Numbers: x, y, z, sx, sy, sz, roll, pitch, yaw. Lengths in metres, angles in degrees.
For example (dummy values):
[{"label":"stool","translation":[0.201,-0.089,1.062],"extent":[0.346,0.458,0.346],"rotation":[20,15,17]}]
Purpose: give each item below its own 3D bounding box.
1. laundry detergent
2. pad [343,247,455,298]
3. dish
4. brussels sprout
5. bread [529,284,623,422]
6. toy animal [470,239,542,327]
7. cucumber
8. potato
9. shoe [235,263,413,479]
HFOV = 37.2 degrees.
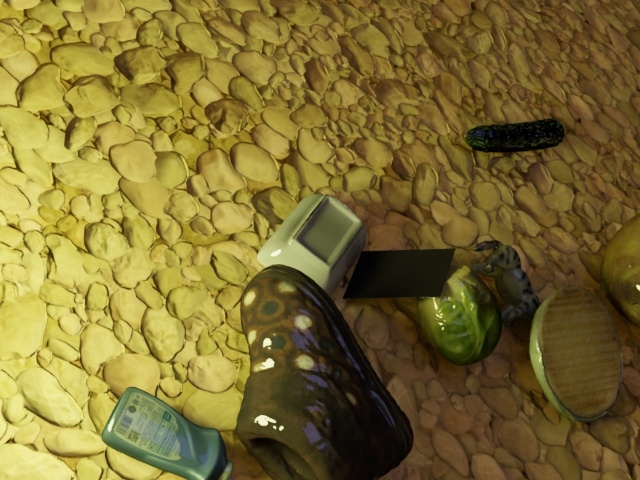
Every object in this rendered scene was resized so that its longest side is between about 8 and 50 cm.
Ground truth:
[{"label":"laundry detergent","translation":[-0.214,0.300,1.403],"extent":[0.206,0.061,0.096],"rotation":[30,45,-8]},{"label":"pad","translation":[0.143,0.060,1.733],"extent":[0.004,0.190,0.127],"rotation":[67,34,-36]},{"label":"dish","translation":[0.000,0.000,1.736],"extent":[0.151,0.077,0.212],"rotation":[38,47,0]},{"label":"brussels sprout","translation":[0.256,0.136,1.742],"extent":[0.161,0.144,0.180],"rotation":[-14,101,-28]},{"label":"bread","translation":[0.493,0.219,1.841],"extent":[0.267,0.040,0.267],"rotation":[11,71,-35]},{"label":"toy animal","translation":[0.380,0.119,1.864],"extent":[0.255,0.090,0.170],"rotation":[51,43,-15]},{"label":"cucumber","translation":[0.436,-0.237,2.170],"extent":[0.300,0.072,0.072],"rotation":[-8,62,-32]},{"label":"potato","translation":[0.698,0.065,2.001],"extent":[0.237,0.289,0.301],"rotation":[-16,102,-20]},{"label":"shoe","translation":[-0.039,0.233,1.479],"extent":[0.237,0.171,0.384],"rotation":[-28,82,-45]}]
